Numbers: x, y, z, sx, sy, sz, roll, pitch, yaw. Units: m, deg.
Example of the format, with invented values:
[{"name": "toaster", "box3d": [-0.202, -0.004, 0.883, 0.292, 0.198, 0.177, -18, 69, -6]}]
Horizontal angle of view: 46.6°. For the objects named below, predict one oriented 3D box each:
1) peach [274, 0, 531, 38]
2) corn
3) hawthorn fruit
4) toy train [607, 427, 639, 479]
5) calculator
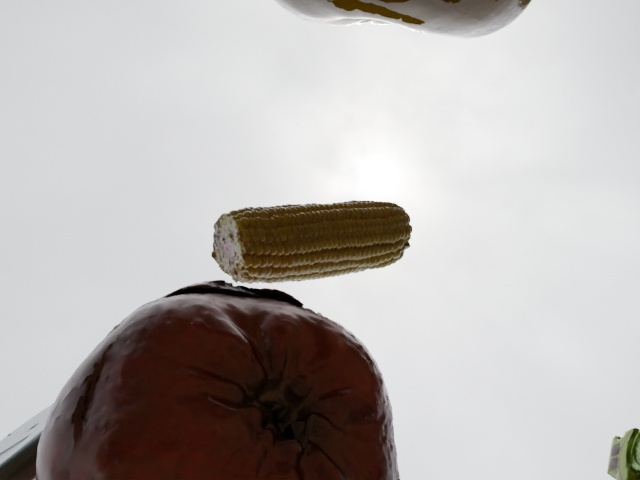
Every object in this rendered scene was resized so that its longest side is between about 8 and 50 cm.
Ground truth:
[{"name": "peach", "box3d": [0.065, -0.245, 0.612, 0.251, 0.153, 0.251, 7, -158, -3]}, {"name": "corn", "box3d": [0.000, 0.000, 0.779, 0.248, 0.081, 0.081, -6, -118, -41]}, {"name": "hawthorn fruit", "box3d": [-0.079, 0.198, 0.588, 0.276, 0.307, 0.276, 11, -137, -10]}, {"name": "toy train", "box3d": [0.215, 0.242, 0.505, 0.053, 0.085, 0.249, 27, -124, 1]}, {"name": "calculator", "box3d": [-0.267, 0.193, 0.706, 0.041, 0.186, 0.299, 56, -163, -4]}]
